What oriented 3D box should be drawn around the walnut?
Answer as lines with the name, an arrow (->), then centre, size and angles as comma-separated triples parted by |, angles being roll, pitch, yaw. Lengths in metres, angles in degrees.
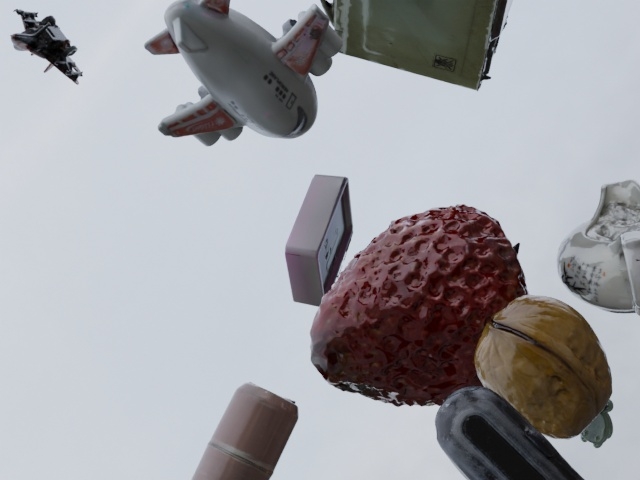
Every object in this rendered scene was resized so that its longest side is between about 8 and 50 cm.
walnut -> 0.260, 0.143, 1.309 | 0.180, 0.144, 0.144 | 43, -92, -19

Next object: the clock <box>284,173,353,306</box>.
clock -> 0.000, 0.000, 1.962 | 0.150, 0.063, 0.197 | 82, -158, -48

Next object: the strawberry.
strawberry -> 0.165, 0.110, 1.605 | 0.310, 0.292, 0.291 | -46, -23, -48

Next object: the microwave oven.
microwave oven -> 0.185, -0.495, 1.922 | 0.394, 0.333, 0.247 | 91, -163, -64

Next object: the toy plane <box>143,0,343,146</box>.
toy plane -> -0.093, -0.203, 1.340 | 0.252, 0.118, 0.252 | -8, -43, -7

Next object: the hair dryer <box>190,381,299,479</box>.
hair dryer -> -0.113, 0.331, 1.771 | 0.344, 0.107, 0.189 | 93, -158, -79

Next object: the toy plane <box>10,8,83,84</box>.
toy plane -> -0.370, -0.265, 1.488 | 0.061, 0.130, 0.189 | -36, 0, -1

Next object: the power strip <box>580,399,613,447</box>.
power strip -> 0.429, 0.282, 1.742 | 0.035, 0.055, 0.083 | -8, -62, -56

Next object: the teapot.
teapot -> 0.433, 0.016, 1.545 | 0.299, 0.208, 0.166 | -52, -38, -76

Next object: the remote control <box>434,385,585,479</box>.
remote control -> 0.220, 0.256, 1.131 | 0.090, 0.266, 0.066 | -46, -11, 7

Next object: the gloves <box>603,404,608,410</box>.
gloves -> 0.344, 0.251, 1.722 | 0.129, 0.106, 0.180 | 12, -44, -26
